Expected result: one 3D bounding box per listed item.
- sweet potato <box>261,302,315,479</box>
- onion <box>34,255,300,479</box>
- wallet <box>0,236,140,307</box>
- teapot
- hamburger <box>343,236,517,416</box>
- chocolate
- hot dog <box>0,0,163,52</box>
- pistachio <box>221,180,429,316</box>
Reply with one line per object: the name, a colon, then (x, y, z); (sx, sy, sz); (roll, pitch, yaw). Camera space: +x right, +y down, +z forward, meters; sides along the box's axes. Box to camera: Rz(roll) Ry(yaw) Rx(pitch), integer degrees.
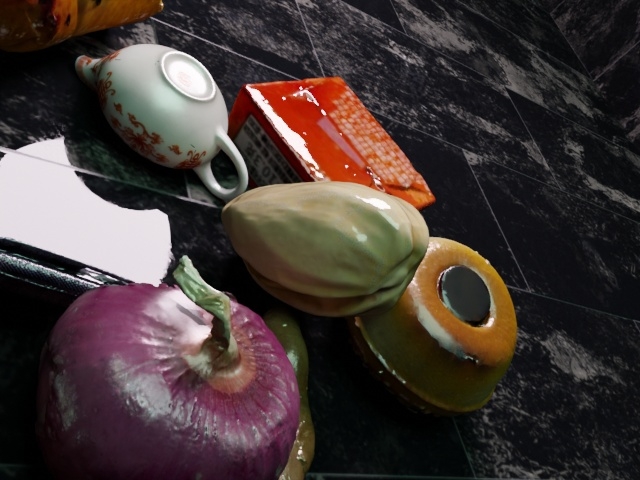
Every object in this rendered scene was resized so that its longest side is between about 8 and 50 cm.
sweet potato: (-0.038, 0.144, 0.806); (0.067, 0.059, 0.281); (36, 34, -31)
onion: (-0.117, 0.139, 0.631); (0.207, 0.200, 0.200); (49, 19, -54)
wallet: (-0.222, 0.039, 0.677); (0.166, 0.111, 0.030); (23, 67, -33)
teapot: (-0.172, -0.148, 0.943); (0.245, 0.116, 0.159); (52, 22, -1)
hamburger: (0.133, 0.102, 0.964); (0.237, 0.147, 0.237); (18, 51, -23)
chocolate: (0.007, -0.098, 1.072); (0.237, 0.108, 0.235); (53, 33, 9)
hot dog: (-0.340, -0.379, 0.834); (0.365, 0.196, 0.367); (-46, 120, -55)
pistachio: (0.000, 0.000, 0.868); (0.229, 0.157, 0.157); (10, 22, 26)
